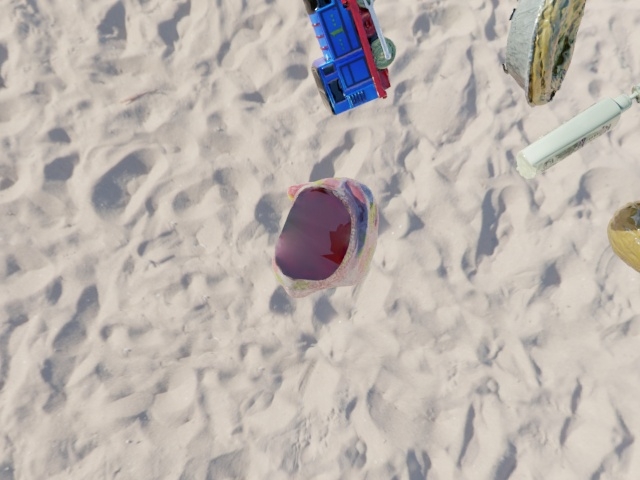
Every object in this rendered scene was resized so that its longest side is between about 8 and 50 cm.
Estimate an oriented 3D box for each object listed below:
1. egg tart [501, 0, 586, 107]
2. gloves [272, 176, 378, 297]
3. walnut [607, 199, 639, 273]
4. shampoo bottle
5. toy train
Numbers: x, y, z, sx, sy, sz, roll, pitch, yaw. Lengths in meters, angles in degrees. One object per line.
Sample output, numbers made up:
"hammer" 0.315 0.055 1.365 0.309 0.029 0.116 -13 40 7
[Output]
"egg tart" 0.386 -0.354 0.727 0.094 0.234 0.234 17 72 33
"gloves" 0.011 -0.002 0.502 0.126 0.241 0.145 -6 90 15
"walnut" 0.429 0.000 0.523 0.105 0.105 0.124 -7 53 -5
"shampoo bottle" 0.275 -0.117 0.436 0.141 0.049 0.034 -33 62 11
"toy train" 0.037 -0.308 0.632 0.131 0.082 0.203 -21 121 7
